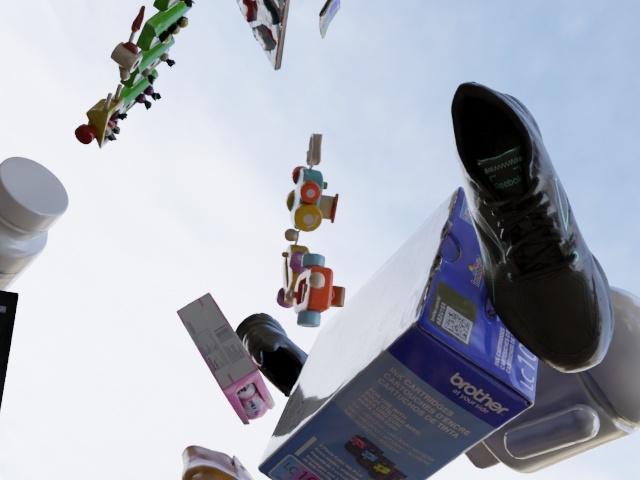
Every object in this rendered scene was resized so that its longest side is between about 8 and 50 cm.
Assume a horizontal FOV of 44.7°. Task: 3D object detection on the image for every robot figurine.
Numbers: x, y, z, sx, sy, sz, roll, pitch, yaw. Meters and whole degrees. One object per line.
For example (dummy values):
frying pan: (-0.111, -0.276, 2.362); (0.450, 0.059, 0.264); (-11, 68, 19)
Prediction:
robot figurine: (0.332, 0.190, 1.067); (0.353, 0.300, 0.200); (-35, -81, 31)

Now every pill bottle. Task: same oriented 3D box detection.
pill bottle: (-0.453, -0.004, 1.067); (0.229, 0.131, 0.131); (-41, -84, 24)

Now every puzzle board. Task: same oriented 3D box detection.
puzzle board: (-0.059, -0.221, 0.655); (0.128, 0.011, 0.096); (62, -21, 24)

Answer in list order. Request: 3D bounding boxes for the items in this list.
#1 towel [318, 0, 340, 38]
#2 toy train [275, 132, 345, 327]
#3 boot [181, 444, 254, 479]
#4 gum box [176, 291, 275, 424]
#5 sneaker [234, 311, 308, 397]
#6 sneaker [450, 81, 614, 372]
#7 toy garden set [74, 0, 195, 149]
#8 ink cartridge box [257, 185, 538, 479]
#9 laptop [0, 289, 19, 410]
towel: (0.014, -0.335, 1.137); (0.009, 0.060, 0.083); (27, -9, 5)
toy train: (0.000, 0.000, 0.661); (0.046, 0.166, 0.125); (9, -21, -14)
boot: (-0.086, 0.424, 1.180); (0.295, 0.104, 0.211); (41, 0, -13)
gum box: (-0.142, 0.182, 1.191); (0.188, 0.062, 0.107); (50, -14, 40)
sneaker: (-0.037, 0.251, 1.408); (0.286, 0.109, 0.130); (38, 4, -26)
sneaker: (0.166, -0.016, 0.667); (0.101, 0.106, 0.267); (-25, -110, 17)
toy garden set: (-0.231, -0.241, 1.048); (0.049, 0.204, 0.244); (35, -49, -5)
ink cartridge box: (0.115, 0.123, 0.898); (0.151, 0.270, 0.395); (34, -51, -5)
laptop: (-0.529, 0.187, 0.978); (0.234, 0.137, 0.264); (11, -52, -26)
